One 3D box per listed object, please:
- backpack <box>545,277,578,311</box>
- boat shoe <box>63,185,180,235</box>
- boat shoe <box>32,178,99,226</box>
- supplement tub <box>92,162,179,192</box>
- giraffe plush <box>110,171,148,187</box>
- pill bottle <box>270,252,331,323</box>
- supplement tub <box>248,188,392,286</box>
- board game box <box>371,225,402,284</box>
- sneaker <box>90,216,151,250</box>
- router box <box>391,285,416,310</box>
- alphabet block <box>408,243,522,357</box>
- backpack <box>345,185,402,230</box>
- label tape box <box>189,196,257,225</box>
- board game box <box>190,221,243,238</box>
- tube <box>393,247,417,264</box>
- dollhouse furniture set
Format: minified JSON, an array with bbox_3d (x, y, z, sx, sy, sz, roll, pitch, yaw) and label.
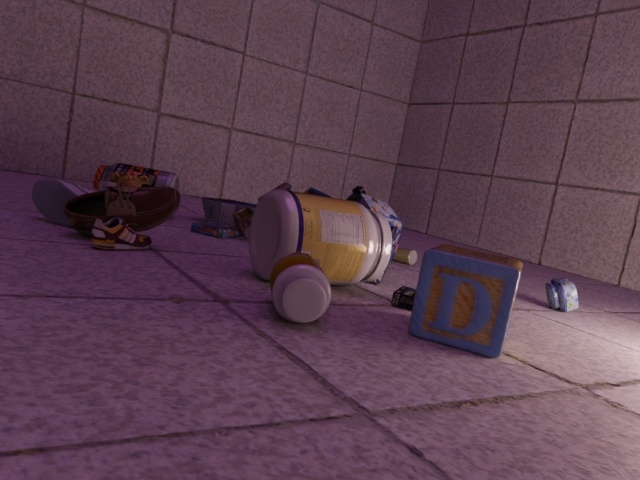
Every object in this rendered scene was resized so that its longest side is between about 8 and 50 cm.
[{"bbox_3d":[0.790,0.182,1.762,0.084,0.105,0.114,-12,6,4],"label":"backpack"},{"bbox_3d":[-0.556,-0.093,1.501,0.324,0.123,0.116,-14,-28,2],"label":"boat shoe"},{"bbox_3d":[-0.708,-0.105,1.686,0.366,0.136,0.156,15,8,13],"label":"boat shoe"},{"bbox_3d":[-0.765,-0.213,2.250,0.315,0.194,0.193,9,7,-5],"label":"supplement tub"},{"bbox_3d":[-0.719,-0.169,2.041,0.210,0.171,0.181,15,8,34],"label":"giraffe plush"},{"bbox_3d":[-0.042,0.096,1.095,0.117,0.117,0.215,10,6,-8],"label":"pill bottle"},{"bbox_3d":[0.000,0.000,1.446,0.331,0.241,0.241,7,8,-30],"label":"supplement tub"},{"bbox_3d":[0.132,0.032,1.701,0.194,0.194,0.060,14,-19,33],"label":"board game box"},{"bbox_3d":[-0.528,-0.020,1.455,0.069,0.084,0.185,14,8,28],"label":"sneaker"},{"bbox_3d":[0.243,0.153,1.402,0.092,0.038,0.122,12,7,20],"label":"router box"},{"bbox_3d":[0.316,0.120,1.161,0.193,0.193,0.197,15,9,21],"label":"alphabet block"},{"bbox_3d":[0.163,-0.031,1.897,0.263,0.276,0.213,0,51,-49],"label":"backpack"},{"bbox_3d":[-0.381,-0.118,2.415,0.347,0.115,0.249,11,6,25],"label":"label tape box"},{"bbox_3d":[-0.387,-0.042,2.076,0.136,0.035,0.201,12,7,16],"label":"board game box"},{"bbox_3d":[0.293,0.052,2.266,0.240,0.062,0.070,10,-36,46],"label":"tube"},{"bbox_3d":[-0.113,-0.047,2.021,0.286,0.198,0.303,-34,36,-23],"label":"dollhouse furniture set"}]
